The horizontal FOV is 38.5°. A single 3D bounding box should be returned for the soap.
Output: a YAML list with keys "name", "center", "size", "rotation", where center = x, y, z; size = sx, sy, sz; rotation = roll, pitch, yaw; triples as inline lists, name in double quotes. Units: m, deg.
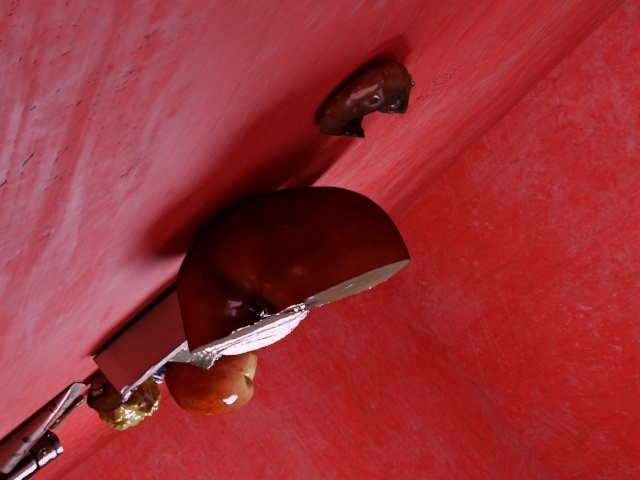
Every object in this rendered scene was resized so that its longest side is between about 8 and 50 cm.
- name: "soap"
  center: [-0.282, 0.164, 1.620]
  size: [0.230, 0.091, 0.145]
  rotation: [-40, 178, 6]

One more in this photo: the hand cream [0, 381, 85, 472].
- name: "hand cream"
  center: [-0.539, 0.355, 1.728]
  size: [0.234, 0.050, 0.080]
  rotation: [-45, 172, -8]

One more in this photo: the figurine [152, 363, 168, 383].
- name: "figurine"
  center: [-0.415, 0.325, 2.117]
  size: [0.149, 0.086, 0.087]
  rotation: [-48, 146, -40]

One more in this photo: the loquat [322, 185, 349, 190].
- name: "loquat"
  center: [0.000, 0.000, 1.640]
  size: [0.234, 0.176, 0.187]
  rotation: [-5, -132, 36]

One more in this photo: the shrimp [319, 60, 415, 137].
- name: "shrimp"
  center: [0.069, -0.184, 1.275]
  size: [0.145, 0.059, 0.254]
  rotation: [-37, 175, 9]

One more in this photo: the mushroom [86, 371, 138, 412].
- name: "mushroom"
  center: [-0.418, 0.287, 1.843]
  size: [0.127, 0.087, 0.127]
  rotation: [-36, -161, 14]

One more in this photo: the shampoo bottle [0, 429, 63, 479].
- name: "shampoo bottle"
  center: [-0.647, 0.477, 1.771]
  size: [0.323, 0.084, 0.129]
  rotation: [-35, 177, -44]

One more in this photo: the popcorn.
- name: "popcorn"
  center: [-0.416, 0.340, 1.987]
  size: [0.145, 0.126, 0.126]
  rotation: [-4, 144, -37]

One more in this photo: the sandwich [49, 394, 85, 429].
- name: "sandwich"
  center: [-0.517, 0.343, 1.822]
  size: [0.067, 0.029, 0.135]
  rotation: [-33, 173, -43]

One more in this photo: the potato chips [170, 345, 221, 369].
- name: "potato chips"
  center: [-0.287, 0.231, 2.074]
  size: [0.228, 0.059, 0.167]
  rotation: [-35, 133, -9]

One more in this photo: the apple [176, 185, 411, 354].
- name: "apple"
  center: [-0.049, 0.064, 1.375]
  size: [0.329, 0.295, 0.365]
  rotation: [-68, 163, 6]

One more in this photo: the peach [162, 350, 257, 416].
- name: "peach"
  center: [-0.284, 0.310, 2.234]
  size: [0.232, 0.256, 0.232]
  rotation: [9, 90, -78]
